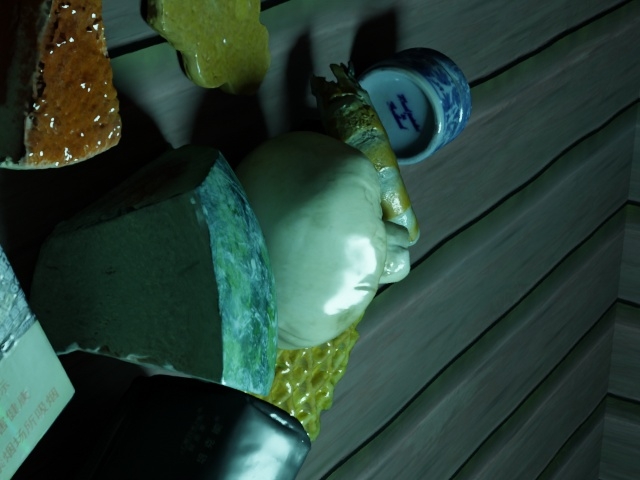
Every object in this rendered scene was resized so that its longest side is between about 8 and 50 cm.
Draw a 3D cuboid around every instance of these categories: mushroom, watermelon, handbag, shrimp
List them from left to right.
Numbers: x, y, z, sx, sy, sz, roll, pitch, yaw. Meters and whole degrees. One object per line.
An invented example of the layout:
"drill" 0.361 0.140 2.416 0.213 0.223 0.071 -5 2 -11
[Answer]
"handbag" -0.188 0.273 1.453 0.178 0.275 0.301 37 75 -41
"watermelon" -0.178 0.042 1.416 0.387 0.258 0.228 -122 -167 -67
"mushroom" 0.000 0.000 1.643 0.234 0.260 0.253 7 59 -32
"shrimp" 0.080 -0.080 1.775 0.287 0.068 0.185 55 11 -47

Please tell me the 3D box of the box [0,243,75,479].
"box" -0.345 0.101 1.218 0.198 0.084 0.310 -56 146 -34

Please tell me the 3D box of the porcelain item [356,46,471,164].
"porcelain item" 0.124 -0.187 1.909 0.114 0.147 0.147 -36 132 -52

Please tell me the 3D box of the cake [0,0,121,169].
"cake" -0.250 -0.186 1.196 0.160 0.158 0.262 17 86 -67

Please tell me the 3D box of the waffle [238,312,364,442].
"waffle" -0.037 0.164 1.820 0.300 0.058 0.281 -58 153 -16

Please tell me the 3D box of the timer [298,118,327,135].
"timer" 0.002 -0.063 1.839 0.144 0.055 0.187 1 97 -64

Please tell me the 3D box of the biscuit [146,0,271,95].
"biscuit" -0.117 -0.246 1.549 0.144 0.040 0.236 -61 151 -15
